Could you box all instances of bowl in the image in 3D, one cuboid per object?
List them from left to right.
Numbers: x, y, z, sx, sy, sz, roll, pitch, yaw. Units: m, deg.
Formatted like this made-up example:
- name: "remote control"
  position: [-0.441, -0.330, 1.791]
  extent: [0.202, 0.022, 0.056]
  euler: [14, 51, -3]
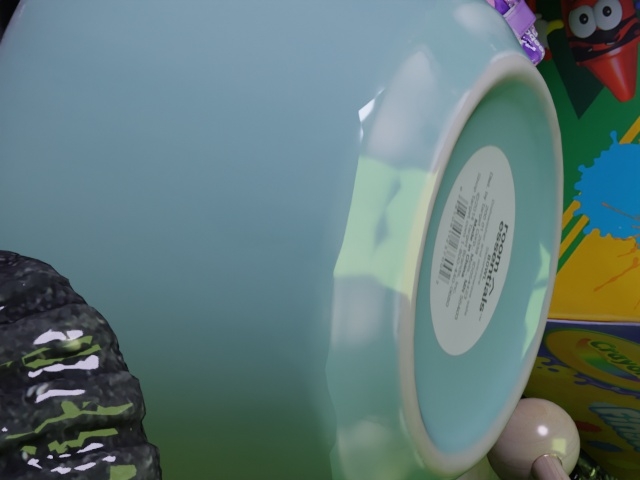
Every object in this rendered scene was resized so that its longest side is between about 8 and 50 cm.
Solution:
- name: "bowl"
  position: [0.000, 0.000, 0.752]
  extent: [0.311, 0.163, 0.312]
  euler: [-34, 129, -56]

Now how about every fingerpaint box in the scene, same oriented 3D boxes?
- name: "fingerpaint box"
  position: [0.260, -0.040, 1.276]
  extent: [0.445, 0.163, 0.371]
  euler: [40, 57, -56]

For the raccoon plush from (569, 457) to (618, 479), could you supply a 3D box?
- name: "raccoon plush"
  position: [0.305, 0.278, 1.250]
  extent: [0.446, 0.299, 0.216]
  euler: [21, 74, -61]

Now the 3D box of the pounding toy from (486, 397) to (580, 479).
- name: "pounding toy"
  position: [0.053, 0.202, 0.952]
  extent: [0.237, 0.110, 0.183]
  euler: [-59, -164, 23]

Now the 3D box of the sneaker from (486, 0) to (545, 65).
- name: "sneaker"
  position: [0.073, -0.129, 0.976]
  extent: [0.095, 0.104, 0.236]
  euler: [-41, 127, -52]

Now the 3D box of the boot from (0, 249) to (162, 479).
- name: "boot"
  position: [-0.167, 0.043, 0.391]
  extent: [0.260, 0.131, 0.348]
  euler: [-19, 124, -22]
